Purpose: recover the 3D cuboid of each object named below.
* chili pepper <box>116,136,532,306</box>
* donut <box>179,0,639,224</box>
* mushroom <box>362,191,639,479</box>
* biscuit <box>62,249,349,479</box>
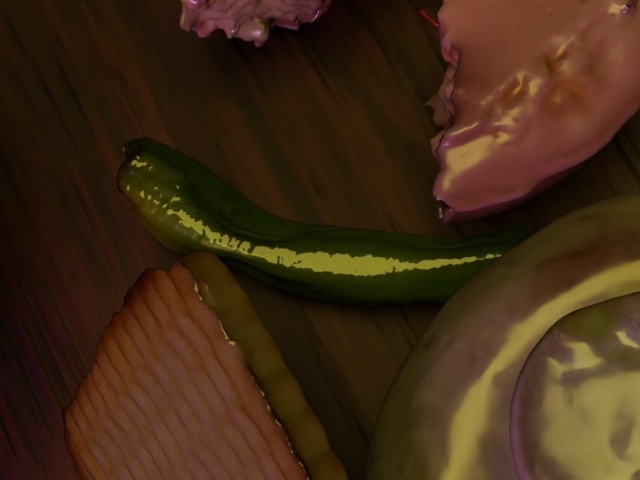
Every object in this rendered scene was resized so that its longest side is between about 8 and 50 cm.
[{"bbox_3d":[0.000,0.000,0.566,0.202,0.050,0.052,12,38,7],"label":"chili pepper"},{"bbox_3d":[0.056,-0.122,0.566,0.233,0.085,0.199,40,77,20],"label":"donut"},{"bbox_3d":[0.129,0.090,0.434,0.243,0.243,0.243,-2,75,7],"label":"mushroom"},{"bbox_3d":[-0.020,0.140,0.483,0.029,0.172,0.254,-20,70,-36],"label":"biscuit"}]
